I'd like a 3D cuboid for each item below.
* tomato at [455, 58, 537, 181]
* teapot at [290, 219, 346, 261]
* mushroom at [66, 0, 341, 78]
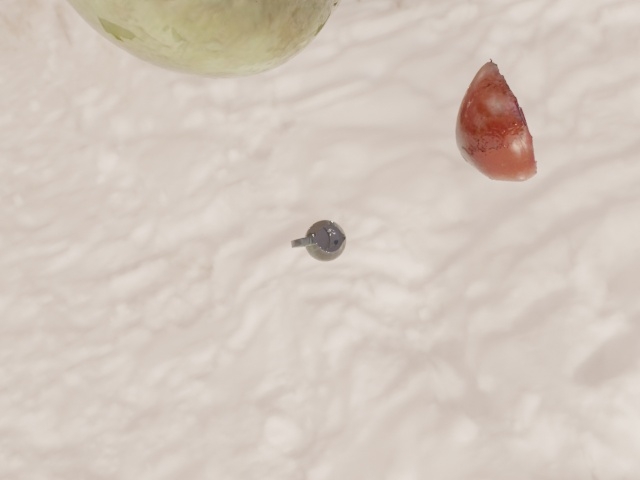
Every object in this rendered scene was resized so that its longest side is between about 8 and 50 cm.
[{"bbox_3d":[0.243,-0.165,1.749,0.099,0.173,0.189,-23,42,1],"label":"tomato"},{"bbox_3d":[0.000,0.000,1.864,0.088,0.066,0.057,-6,-4,-11],"label":"teapot"},{"bbox_3d":[-0.122,-0.321,1.164,0.260,0.352,0.352,-41,10,38],"label":"mushroom"}]
